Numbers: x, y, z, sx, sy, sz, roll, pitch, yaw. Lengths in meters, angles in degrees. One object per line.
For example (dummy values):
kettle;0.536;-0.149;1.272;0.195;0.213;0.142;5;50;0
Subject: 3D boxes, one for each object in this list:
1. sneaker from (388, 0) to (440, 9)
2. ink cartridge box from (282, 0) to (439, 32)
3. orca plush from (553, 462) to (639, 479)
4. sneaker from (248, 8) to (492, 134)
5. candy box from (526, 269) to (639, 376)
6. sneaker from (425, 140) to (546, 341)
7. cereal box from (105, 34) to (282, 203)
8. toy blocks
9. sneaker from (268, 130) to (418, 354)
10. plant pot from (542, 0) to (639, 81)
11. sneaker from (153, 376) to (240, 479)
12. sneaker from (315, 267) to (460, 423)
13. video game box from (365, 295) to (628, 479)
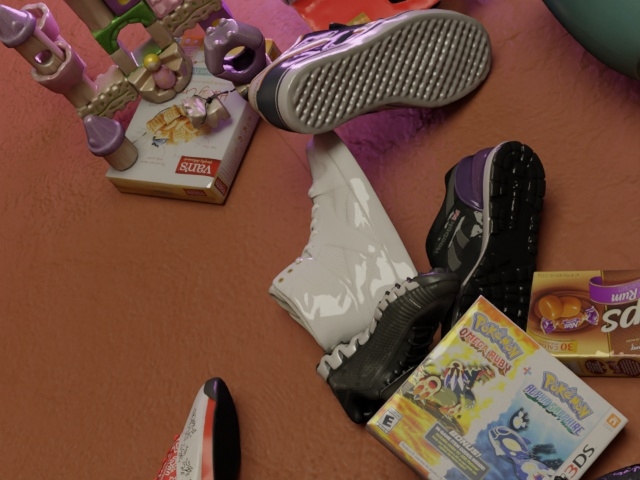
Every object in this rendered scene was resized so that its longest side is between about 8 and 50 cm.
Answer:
sneaker;0.114;-0.412;2.010;0.130;0.109;0.286;-4;67;15
ink cartridge box;0.067;-0.403;1.924;0.296;0.066;0.261;-37;63;-5
orca plush;0.381;0.268;1.466;0.287;0.102;0.151;-10;100;30
sneaker;0.057;-0.214;1.831;0.321;0.126;0.127;-17;18;-31
candy box;0.320;0.089;1.608;0.187;0.053;0.109;-2;59;25
sneaker;0.175;0.031;1.703;0.124;0.107;0.283;-13;57;53
cereal box;-0.167;-0.166;1.996;0.173;0.047;0.240;6;62;29
toy blocks;-0.269;-0.293;1.933;0.289;0.260;0.309;-35;47;4
sneaker;0.000;0.000;1.776;0.169;0.108;0.292;-27;53;2
plant pot;0.389;-0.325;1.712;0.293;0.293;0.235;-27;66;6
sneaker;-0.171;0.284;1.677;0.145;0.090;0.270;-10;58;15
sneaker;0.088;0.124;1.633;0.234;0.078;0.106;-46;56;38
video game box;0.184;0.192;1.554;0.205;0.048;0.187;40;77;10
